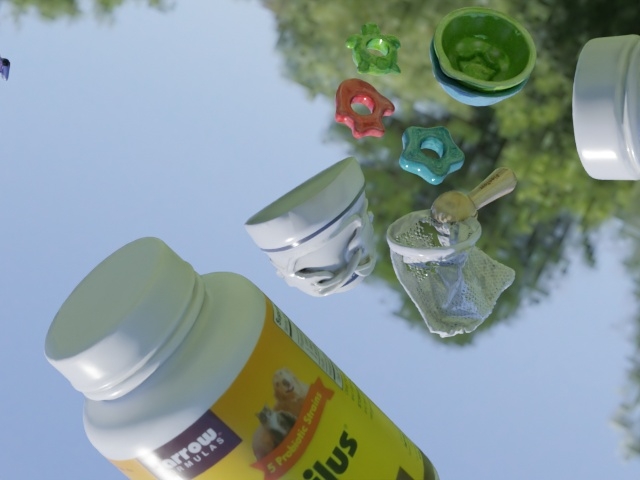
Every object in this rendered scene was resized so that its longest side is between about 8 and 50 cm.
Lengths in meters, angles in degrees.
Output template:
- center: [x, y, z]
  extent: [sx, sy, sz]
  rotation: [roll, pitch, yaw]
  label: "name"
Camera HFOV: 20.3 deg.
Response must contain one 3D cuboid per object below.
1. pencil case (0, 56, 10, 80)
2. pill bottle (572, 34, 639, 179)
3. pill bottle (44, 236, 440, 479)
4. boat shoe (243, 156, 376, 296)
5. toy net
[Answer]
- center: [-0.348, -0.208, 1.553]
  extent: [0.086, 0.088, 0.206]
  rotation: [-21, -122, -21]
  label: "pencil case"
- center: [0.299, -0.095, 1.238]
  extent: [0.229, 0.131, 0.131]
  rotation: [0, 180, 27]
  label: "pill bottle"
- center: [-0.041, 0.098, 0.937]
  extent: [0.215, 0.117, 0.117]
  rotation: [46, -178, -24]
  label: "pill bottle"
- center: [0.000, 0.000, 1.349]
  extent: [0.088, 0.096, 0.267]
  rotation: [58, 174, -1]
  label: "boat shoe"
- center: [0.069, -0.051, 1.107]
  extent: [0.122, 0.045, 0.232]
  rotation: [10, -126, -8]
  label: "toy net"
